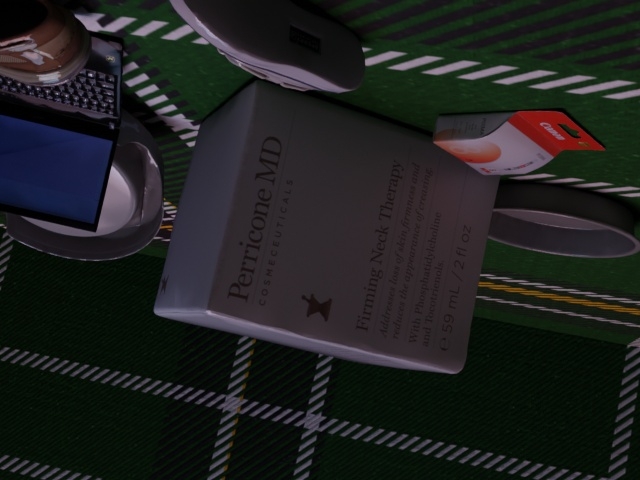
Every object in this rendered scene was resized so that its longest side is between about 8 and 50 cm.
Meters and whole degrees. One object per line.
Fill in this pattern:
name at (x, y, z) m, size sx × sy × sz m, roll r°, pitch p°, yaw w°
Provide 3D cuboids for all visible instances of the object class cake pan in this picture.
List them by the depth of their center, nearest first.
cake pan at (0.390, -0.032, 1.505) m, size 0.293 × 0.054 × 0.293 m, roll 12°, pitch 170°, yaw 2°

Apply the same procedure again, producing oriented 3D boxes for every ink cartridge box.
ink cartridge box at (0.262, -0.125, 1.182) m, size 0.179 × 0.045 × 0.145 m, roll 7°, pitch 169°, yaw 41°

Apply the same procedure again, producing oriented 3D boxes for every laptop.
laptop at (-0.402, -0.163, 1.222) m, size 0.234 × 0.136 × 0.264 m, roll 13°, pitch 144°, yaw -5°

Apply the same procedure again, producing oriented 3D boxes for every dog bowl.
dog bowl at (-0.423, -0.114, 1.504) m, size 0.349 × 0.102 × 0.348 m, roll 6°, pitch 140°, yaw 5°

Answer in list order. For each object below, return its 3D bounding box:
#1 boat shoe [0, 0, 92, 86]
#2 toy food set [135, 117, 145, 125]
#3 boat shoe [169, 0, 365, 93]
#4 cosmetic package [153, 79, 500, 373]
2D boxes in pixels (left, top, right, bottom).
boat shoe at (-0.440, -0.266, 1.066) m, size 0.325 × 0.123 × 0.116 m, roll 4°, pitch 164°, yaw 5°
toy food set at (-0.355, -0.212, 1.499) m, size 0.122 × 0.019 × 0.078 m, roll 14°, pitch 170°, yaw -14°
boat shoe at (-0.066, -0.218, 0.934) m, size 0.088 × 0.096 × 0.268 m, roll -3°, pitch 170°, yaw 42°
cosmetic package at (0.000, 0.000, 1.361) m, size 0.394 × 0.329 × 0.327 m, roll 15°, pitch 170°, yaw -21°
